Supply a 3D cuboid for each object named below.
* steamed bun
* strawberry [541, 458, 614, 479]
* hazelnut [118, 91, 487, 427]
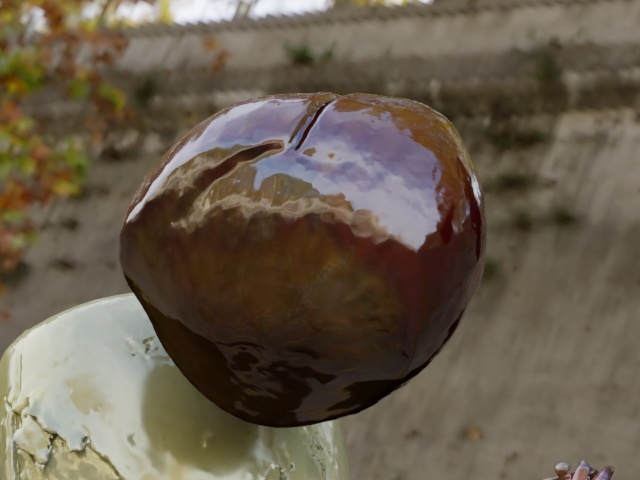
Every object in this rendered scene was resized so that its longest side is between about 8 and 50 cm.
[{"bbox_3d":[-0.086,0.153,1.328,0.273,0.232,0.166,13,-49,-21],"label":"steamed bun"},{"bbox_3d":[0.165,0.311,1.554,0.253,0.280,0.150,-29,-77,9],"label":"strawberry"},{"bbox_3d":[0.000,0.000,1.196,0.229,0.229,0.229,17,-29,10],"label":"hazelnut"}]
